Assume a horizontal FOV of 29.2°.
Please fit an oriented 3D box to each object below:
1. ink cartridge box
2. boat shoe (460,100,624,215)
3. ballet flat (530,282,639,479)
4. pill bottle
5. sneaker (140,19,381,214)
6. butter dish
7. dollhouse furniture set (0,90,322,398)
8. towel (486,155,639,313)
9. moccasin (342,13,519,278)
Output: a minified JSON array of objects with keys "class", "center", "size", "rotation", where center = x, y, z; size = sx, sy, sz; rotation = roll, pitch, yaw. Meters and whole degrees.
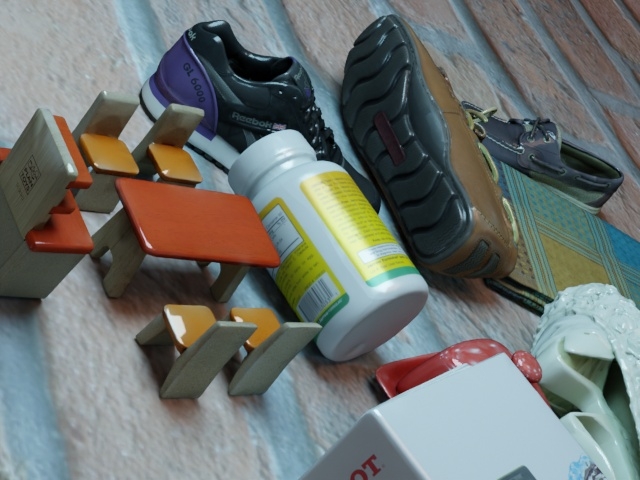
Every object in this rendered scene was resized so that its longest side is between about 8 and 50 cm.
[{"class":"ink cartridge box","center":[0.110,0.256,0.877],"size":[0.270,0.198,0.197],"rotation":[51,32,18]},{"class":"boat shoe","center":[0.298,-0.126,1.699],"size":[0.285,0.092,0.103],"rotation":[29,32,-22]},{"class":"ballet flat","center":[0.282,0.176,1.232],"size":[0.147,0.147,0.409],"rotation":[24,34,-28]},{"class":"pill bottle","center":[0.000,0.000,1.161],"size":[0.117,0.117,0.208],"rotation":[-5,53,-52]},{"class":"sneaker","center":[-0.036,-0.115,1.261],"size":[0.283,0.124,0.107],"rotation":[31,32,-18]},{"class":"butter dish","center":[0.160,0.148,1.155],"size":[0.160,0.118,0.160],"rotation":[-5,54,-51]},{"class":"dollhouse furniture set","center":[-0.140,-0.017,1.000],"size":[0.259,0.135,0.262],"rotation":[6,46,-46]},{"class":"towel","center":[0.343,0.039,1.596],"size":[0.370,0.040,0.271],"rotation":[27,33,-23]},{"class":"moccasin","center":[0.134,-0.117,1.453],"size":[0.147,0.139,0.380],"rotation":[20,34,-44]}]
